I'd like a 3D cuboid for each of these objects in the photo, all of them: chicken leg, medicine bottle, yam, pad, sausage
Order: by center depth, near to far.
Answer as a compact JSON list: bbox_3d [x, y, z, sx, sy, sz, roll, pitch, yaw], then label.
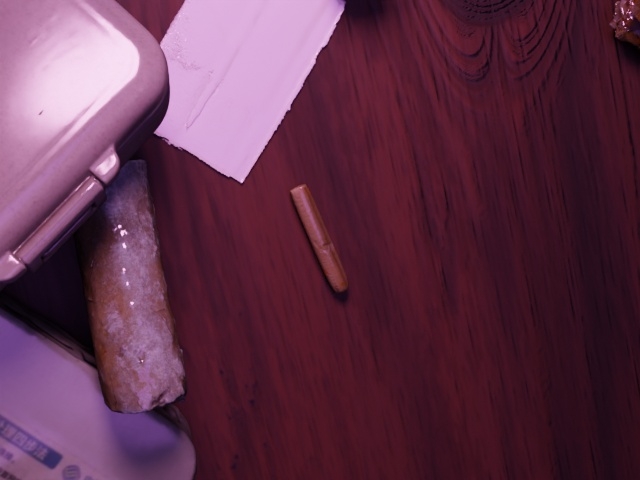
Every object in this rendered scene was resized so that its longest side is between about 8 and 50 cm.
[{"bbox_3d":[-0.332,-0.096,1.061,0.282,0.123,0.375,40,76,9],"label":"medicine bottle"},{"bbox_3d":[-0.195,0.044,1.145,0.093,0.093,0.259,-10,81,-13],"label":"yam"},{"bbox_3d":[-0.090,-0.194,1.221,0.156,0.004,0.232,29,92,-18],"label":"pad"},{"bbox_3d":[0.000,0.000,1.271,0.024,0.024,0.132,-26,105,-9],"label":"sausage"},{"bbox_3d":[0.423,-0.211,1.323,0.196,0.080,0.125,6,89,-8],"label":"chicken leg"}]

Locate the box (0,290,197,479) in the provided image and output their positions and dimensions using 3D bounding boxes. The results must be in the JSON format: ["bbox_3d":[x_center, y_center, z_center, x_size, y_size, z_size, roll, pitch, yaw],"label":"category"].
[{"bbox_3d":[-0.379,0.255,1.175,0.396,0.111,0.397,38,88,-19],"label":"box"}]
